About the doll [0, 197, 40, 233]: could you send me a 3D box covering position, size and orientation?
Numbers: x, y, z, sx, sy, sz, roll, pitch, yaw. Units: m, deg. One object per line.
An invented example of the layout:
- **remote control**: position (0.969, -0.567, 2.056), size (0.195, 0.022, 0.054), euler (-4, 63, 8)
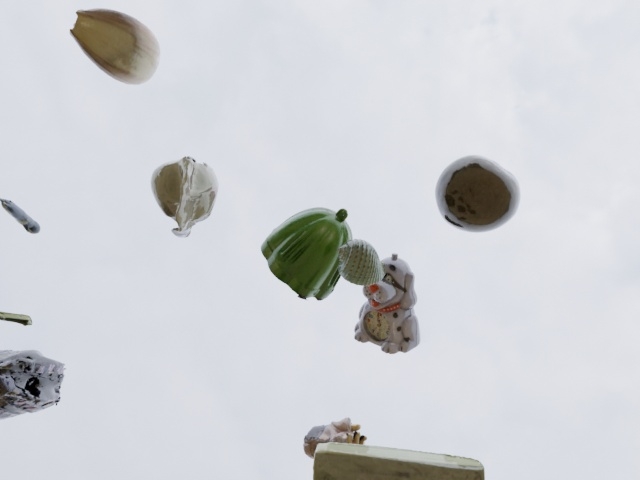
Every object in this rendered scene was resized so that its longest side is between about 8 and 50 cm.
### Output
- **doll**: position (-0.616, -0.049, 0.930), size (0.037, 0.125, 0.027), euler (37, -111, 18)

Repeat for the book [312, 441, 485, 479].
- **book**: position (0.109, 0.466, 0.619), size (0.239, 0.035, 0.353), euler (-3, -94, 18)

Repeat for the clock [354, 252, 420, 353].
- **clock**: position (0.190, 0.161, 1.247), size (0.188, 0.189, 0.254), euler (2, -69, 6)

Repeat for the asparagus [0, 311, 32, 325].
- **asparagus**: position (-0.764, 0.190, 1.110), size (0.108, 0.025, 0.021), euler (21, -62, -38)

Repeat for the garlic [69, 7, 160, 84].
- **garlic**: position (-0.396, -0.381, 0.935), size (0.128, 0.206, 0.115), euler (-9, -97, 15)

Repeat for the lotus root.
- **lotus root**: position (0.000, 0.000, 0.901), size (0.186, 0.186, 0.186), euler (2, -73, 6)

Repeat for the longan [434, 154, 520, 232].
- **longan**: position (0.327, -0.095, 0.944), size (0.187, 0.167, 0.168), euler (-8, -71, -27)

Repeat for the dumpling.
- **dumpling**: position (-0.219, -0.069, 0.744), size (0.108, 0.188, 0.127), euler (-6, -88, -22)

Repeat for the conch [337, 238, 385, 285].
- **conch**: position (0.067, 0.034, 0.757), size (0.085, 0.076, 0.057), euler (12, -33, 12)

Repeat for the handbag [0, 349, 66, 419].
- **handbag**: position (-0.580, 0.260, 0.808), size (0.207, 0.229, 0.127), euler (-11, -108, -8)

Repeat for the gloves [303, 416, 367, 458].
- **gloves**: position (0.035, 0.450, 0.992), size (0.144, 0.110, 0.094), euler (-4, -81, 52)
